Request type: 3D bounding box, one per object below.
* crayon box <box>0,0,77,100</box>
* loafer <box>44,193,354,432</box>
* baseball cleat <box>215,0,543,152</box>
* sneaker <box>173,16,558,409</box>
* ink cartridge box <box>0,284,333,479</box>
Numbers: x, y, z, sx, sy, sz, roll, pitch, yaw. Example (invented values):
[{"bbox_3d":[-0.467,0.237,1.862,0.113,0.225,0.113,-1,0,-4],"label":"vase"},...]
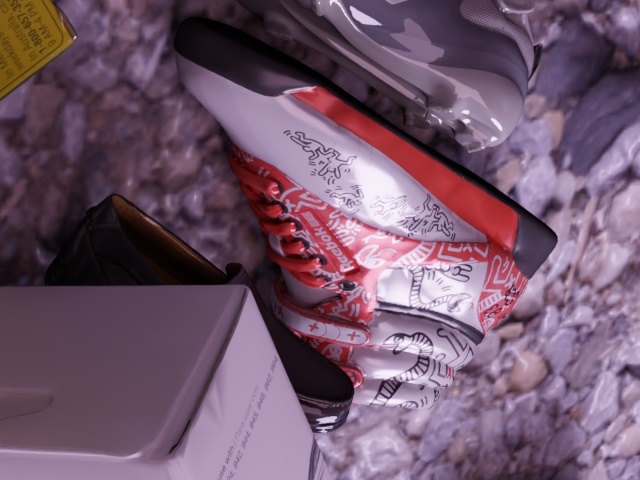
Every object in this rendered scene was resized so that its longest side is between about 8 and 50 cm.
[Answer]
[{"bbox_3d":[-0.277,-0.071,0.673,0.318,0.081,0.202,-40,125,-18],"label":"crayon box"},{"bbox_3d":[-0.053,0.039,0.872,0.170,0.062,0.061,28,120,-8],"label":"loafer"},{"bbox_3d":[0.027,-0.131,0.871,0.206,0.072,0.109,37,65,-28],"label":"baseball cleat"},{"bbox_3d":[0.001,0.001,0.908,0.270,0.090,0.145,29,98,-40],"label":"sneaker"},{"bbox_3d":[-0.095,0.155,0.863,0.115,0.198,0.273,-66,146,-44],"label":"ink cartridge box"}]
